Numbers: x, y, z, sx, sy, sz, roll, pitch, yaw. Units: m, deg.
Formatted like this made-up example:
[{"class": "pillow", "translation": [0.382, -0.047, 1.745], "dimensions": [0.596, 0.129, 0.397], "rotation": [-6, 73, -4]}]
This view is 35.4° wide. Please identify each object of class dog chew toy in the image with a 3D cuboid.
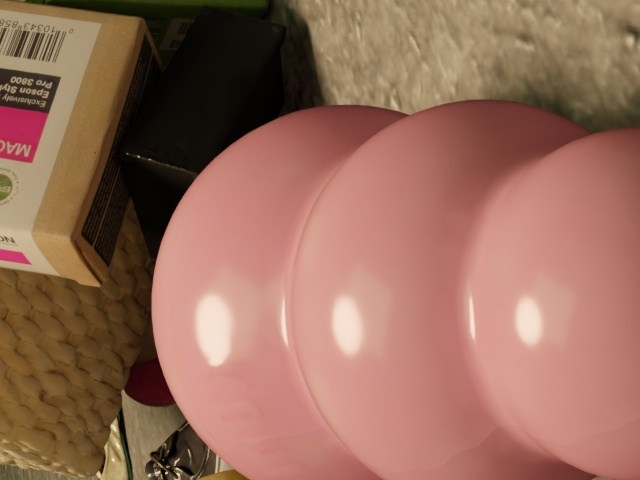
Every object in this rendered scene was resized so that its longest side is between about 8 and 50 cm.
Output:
[{"class": "dog chew toy", "translation": [0.061, 0.029, 0.454], "dimensions": [0.332, 0.207, 0.206], "rotation": [-4, 90, 56]}]

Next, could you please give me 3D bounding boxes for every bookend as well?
[{"class": "bookend", "translation": [-0.084, -0.074, 0.809], "dimensions": [0.156, 0.072, 0.157], "rotation": [87, -157, -58]}]

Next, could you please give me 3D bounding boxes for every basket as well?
[{"class": "basket", "translation": [-0.339, 0.035, 0.957], "dimensions": [0.331, 0.266, 0.328], "rotation": [61, -138, -61]}]

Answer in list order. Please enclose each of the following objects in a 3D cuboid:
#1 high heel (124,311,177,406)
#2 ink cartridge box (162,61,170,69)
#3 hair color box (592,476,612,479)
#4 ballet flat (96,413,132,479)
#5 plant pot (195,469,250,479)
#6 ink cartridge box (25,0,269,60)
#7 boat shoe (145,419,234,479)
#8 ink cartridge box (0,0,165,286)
[{"class": "high heel", "translation": [-0.184, 0.092, 1.089], "dimensions": [0.244, 0.082, 0.117], "rotation": [-132, 35, -70]}, {"class": "ink cartridge box", "translation": [-0.202, -0.277, 0.991], "dimensions": [0.056, 0.171, 0.235], "rotation": [-17, 76, 19]}, {"class": "hair color box", "translation": [0.096, 0.162, 0.490], "dimensions": [0.141, 0.043, 0.072], "rotation": [-25, 67, 30]}, {"class": "ballet flat", "translation": [-0.299, 0.262, 1.376], "dimensions": [0.057, 0.052, 0.168], "rotation": [122, 138, -50]}, {"class": "plant pot", "translation": [-0.041, 0.274, 0.658], "dimensions": [0.239, 0.254, 0.254], "rotation": [-137, 47, -76]}, {"class": "ink cartridge box", "translation": [-0.165, -0.292, 0.875], "dimensions": [0.097, 0.189, 0.255], "rotation": [137, 126, -59]}, {"class": "boat shoe", "translation": [-0.143, 0.235, 1.026], "dimensions": [0.228, 0.076, 0.080], "rotation": [-61, 41, 49]}, {"class": "ink cartridge box", "translation": [-0.258, -0.084, 0.762], "dimensions": [0.088, 0.235, 0.193], "rotation": [82, -162, -66]}]
